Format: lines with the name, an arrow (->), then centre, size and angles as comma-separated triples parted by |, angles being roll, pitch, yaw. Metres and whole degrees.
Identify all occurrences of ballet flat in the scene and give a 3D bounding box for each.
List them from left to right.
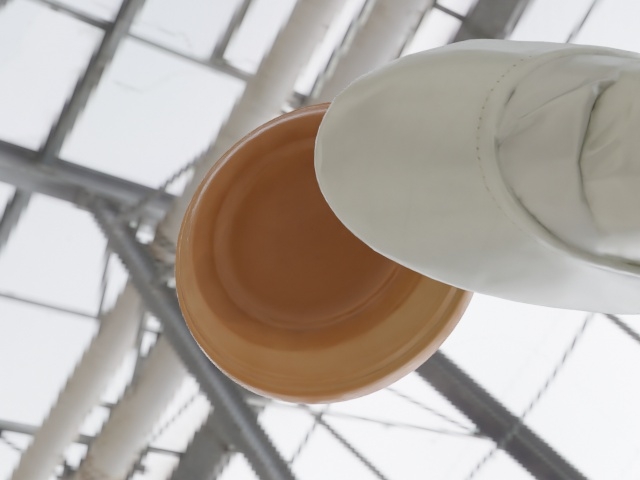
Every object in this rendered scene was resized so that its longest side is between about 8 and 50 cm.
ballet flat -> 0.202, -0.023, 0.733 | 0.139, 0.400, 0.139 | -167, -90, -78

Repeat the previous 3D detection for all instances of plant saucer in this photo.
plant saucer -> 0.000, 0.000, 0.947 | 0.200, 0.037, 0.200 | -8, -115, 17
